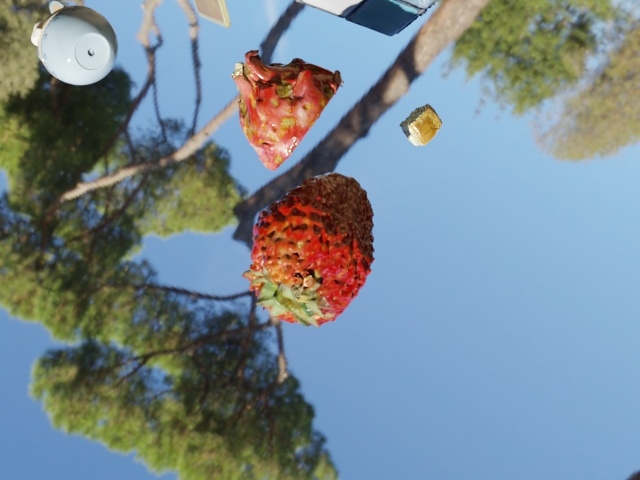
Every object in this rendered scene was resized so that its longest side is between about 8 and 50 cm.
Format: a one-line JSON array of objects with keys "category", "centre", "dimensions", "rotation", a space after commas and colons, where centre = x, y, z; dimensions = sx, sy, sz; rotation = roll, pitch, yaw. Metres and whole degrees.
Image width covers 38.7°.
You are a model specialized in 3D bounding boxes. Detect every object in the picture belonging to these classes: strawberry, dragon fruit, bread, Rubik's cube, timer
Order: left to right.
[{"category": "timer", "centre": [-0.531, -0.414, 1.870], "dimensions": [0.256, 0.175, 0.175], "rotation": [25, -153, 25]}, {"category": "dragon fruit", "centre": [-0.083, -0.300, 1.837], "dimensions": [0.212, 0.134, 0.262], "rotation": [31, -116, -6]}, {"category": "strawberry", "centre": [0.000, 0.000, 1.983], "dimensions": [0.267, 0.312, 0.351], "rotation": [27, -125, 20]}, {"category": "Rubik's cube", "centre": [0.139, -0.741, 2.241], "dimensions": [0.319, 0.316, 0.313], "rotation": [14, -114, -30]}, {"category": "bread", "centre": [0.245, -0.276, 2.185], "dimensions": [0.070, 0.083, 0.077], "rotation": [45, 165, -20]}]

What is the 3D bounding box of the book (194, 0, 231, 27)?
[{"category": "book", "centre": [-0.264, -0.580, 2.072], "dimensions": [0.018, 0.170, 0.242], "rotation": [-22, -153, -14]}]
